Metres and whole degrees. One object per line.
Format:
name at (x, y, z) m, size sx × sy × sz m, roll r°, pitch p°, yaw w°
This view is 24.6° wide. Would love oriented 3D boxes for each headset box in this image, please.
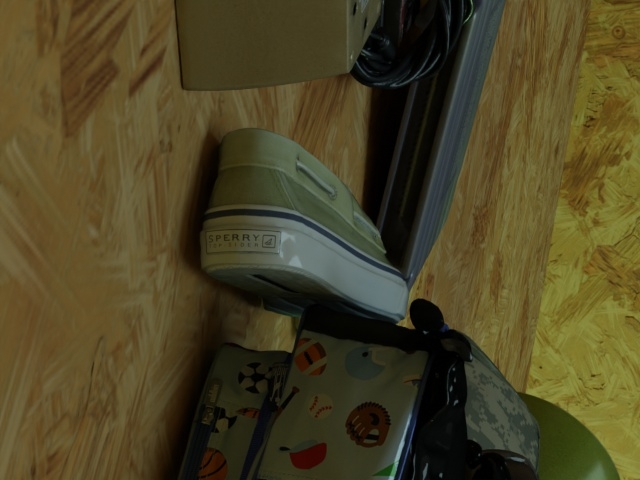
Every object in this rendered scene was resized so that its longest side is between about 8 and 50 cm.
headset box at (0.063, -0.210, 1.270) m, size 0.083 × 0.032 × 0.062 m, roll -60°, pitch 156°, yaw -52°

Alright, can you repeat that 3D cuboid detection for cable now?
cable at (0.070, -0.194, 1.192) m, size 0.150 × 0.047 × 0.184 m, roll -48°, pitch 145°, yaw -30°

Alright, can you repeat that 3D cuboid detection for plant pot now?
plant pot at (-0.019, -0.151, 0.847) m, size 0.109 × 0.096 × 0.109 m, roll -64°, pitch 160°, yaw -47°
plant pot at (0.222, 0.398, 1.984) m, size 0.293 × 0.275 × 0.274 m, roll -43°, pitch 144°, yaw -42°

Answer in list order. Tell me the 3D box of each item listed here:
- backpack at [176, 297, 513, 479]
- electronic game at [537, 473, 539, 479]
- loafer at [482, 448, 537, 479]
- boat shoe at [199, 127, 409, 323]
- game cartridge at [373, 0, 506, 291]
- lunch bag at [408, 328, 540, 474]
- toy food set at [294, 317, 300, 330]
backpack at (0.007, 0.201, 0.991) m, size 0.276 × 0.213 × 0.263 m, roll 65°, pitch 30°, yaw -55°
electronic game at (0.182, 0.312, 1.828) m, size 0.048 × 0.229 × 0.229 m, roll -27°, pitch -140°, yaw 55°
loafer at (0.063, 0.311, 1.138) m, size 0.366 × 0.130 × 0.134 m, roll -40°, pitch 133°, yaw -23°
boat shoe at (0.000, 0.000, 1.025) m, size 0.302 × 0.109 × 0.094 m, roll 39°, pitch 55°, yaw -73°
game cartridge at (0.116, -0.134, 1.428) m, size 0.230 × 0.068 × 0.355 m, roll -64°, pitch 168°, yaw -61°
lunch bag at (0.094, 0.258, 1.421) m, size 0.305 × 0.213 × 0.256 m, roll -61°, pitch 141°, yaw -54°
toy food set at (-0.002, 0.044, 1.222) m, size 0.082 × 0.020 × 0.083 m, roll 43°, pitch 59°, yaw -74°
